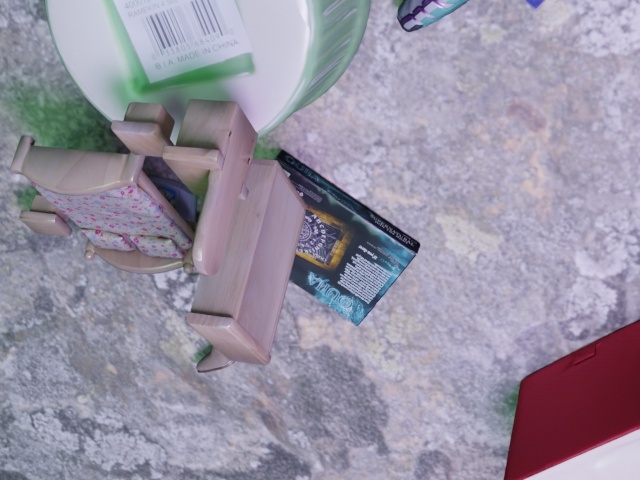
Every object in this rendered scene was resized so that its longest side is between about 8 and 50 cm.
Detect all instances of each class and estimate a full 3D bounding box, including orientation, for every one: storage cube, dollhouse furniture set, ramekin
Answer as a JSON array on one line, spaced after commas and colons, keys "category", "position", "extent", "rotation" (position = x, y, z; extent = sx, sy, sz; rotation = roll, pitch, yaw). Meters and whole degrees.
[{"category": "storage cube", "position": [0.327, 0.226, 1.123], "extent": [0.215, 0.193, 0.183], "rotation": [-32, 105, 29]}, {"category": "dollhouse furniture set", "position": [-0.216, -0.002, 1.060], "extent": [0.356, 0.173, 0.303], "rotation": [6, 158, 18]}, {"category": "ramekin", "position": [-0.114, -0.232, 1.034], "extent": [0.304, 0.148, 0.303], "rotation": [7, 119, 13]}]

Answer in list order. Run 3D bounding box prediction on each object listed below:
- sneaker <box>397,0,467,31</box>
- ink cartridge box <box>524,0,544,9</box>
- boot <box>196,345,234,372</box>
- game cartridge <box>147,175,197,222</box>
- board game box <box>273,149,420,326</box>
[{"category": "sneaker", "position": [0.125, -0.271, 0.961], "extent": [0.098, 0.083, 0.224], "rotation": [57, 148, -2]}, {"category": "ink cartridge box", "position": [0.234, -0.362, 0.917], "extent": [0.165, 0.065, 0.332], "rotation": [37, 122, -6]}, {"category": "boot", "position": [-0.115, 0.105, 1.279], "extent": [0.119, 0.042, 0.087], "rotation": [-20, 103, 23]}, {"category": "game cartridge", "position": [-0.183, -0.045, 1.231], "extent": [0.083, 0.017, 0.056], "rotation": [12, 116, 10]}, {"category": "board game box", "position": [0.000, 0.000, 1.194], "extent": [0.186, 0.026, 0.126], "rotation": [35, 122, -3]}]
